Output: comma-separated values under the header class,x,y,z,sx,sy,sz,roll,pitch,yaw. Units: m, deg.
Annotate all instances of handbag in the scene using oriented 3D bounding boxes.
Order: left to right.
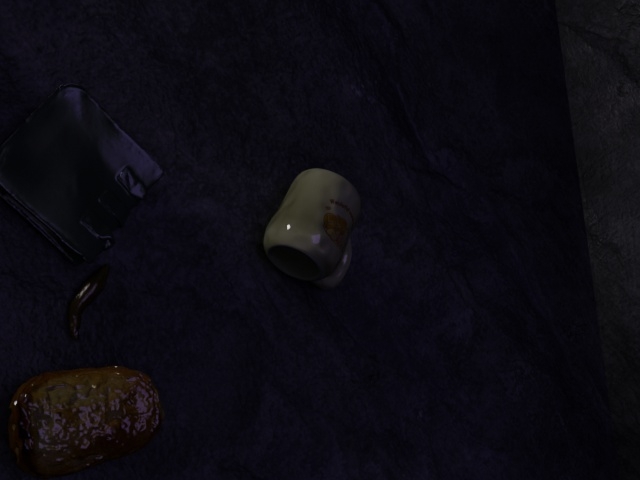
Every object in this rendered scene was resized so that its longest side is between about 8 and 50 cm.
class,x,y,z,sx,sy,sz,roll,pitch,yaw
handbag,-0.439,-0.119,1.316,0.260,0.079,0.248,48,56,-23

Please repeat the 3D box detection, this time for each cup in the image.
class,x,y,z,sx,sy,sz,roll,pitch,yaw
cup,-0.019,-0.008,1.621,0.173,0.255,0.202,20,59,10

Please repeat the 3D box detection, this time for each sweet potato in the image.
class,x,y,z,sx,sy,sz,roll,pitch,yaw
sweet potato,-0.421,0.104,1.312,0.041,0.038,0.153,25,66,-9

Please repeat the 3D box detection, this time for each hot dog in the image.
class,x,y,z,sx,sy,sz,roll,pitch,yaw
hot dog,-0.401,0.304,1.243,0.259,0.114,0.175,0,77,-42
